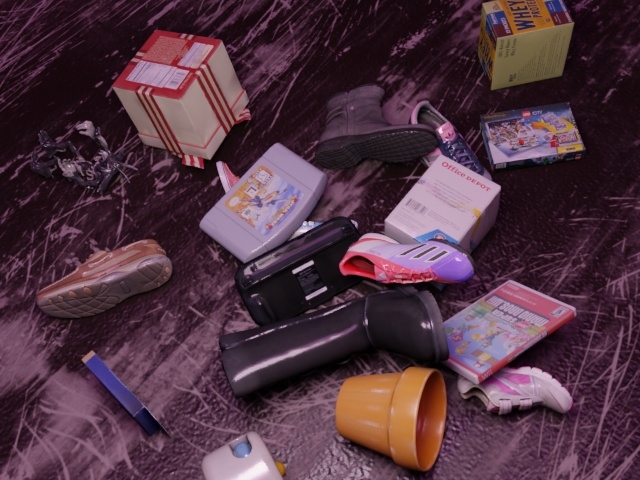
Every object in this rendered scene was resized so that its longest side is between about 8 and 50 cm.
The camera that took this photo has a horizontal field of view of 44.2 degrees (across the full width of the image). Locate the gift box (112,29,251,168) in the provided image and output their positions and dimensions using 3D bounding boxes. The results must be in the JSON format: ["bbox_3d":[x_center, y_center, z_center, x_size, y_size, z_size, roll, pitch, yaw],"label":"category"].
[{"bbox_3d":[-0.343,-0.358,2.052,0.276,0.258,0.255,20,63,26],"label":"gift box"}]

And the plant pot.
[{"bbox_3d":[0.140,0.356,1.624,0.187,0.205,0.205,3,59,26],"label":"plant pot"}]

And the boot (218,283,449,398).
[{"bbox_3d":[0.013,0.219,1.639,0.445,0.367,0.146,-14,94,-6],"label":"boot"}]

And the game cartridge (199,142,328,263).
[{"bbox_3d":[-0.130,-0.087,1.917,0.198,0.062,0.297,34,76,32],"label":"game cartridge"}]

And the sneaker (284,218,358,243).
[{"bbox_3d":[0.000,0.000,1.915,0.190,0.071,0.083,-6,65,3],"label":"sneaker"}]

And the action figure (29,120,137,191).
[{"bbox_3d":[-0.629,-0.216,2.073,0.275,0.141,0.164,8,59,15],"label":"action figure"}]

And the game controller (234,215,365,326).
[{"bbox_3d":[-0.037,0.075,1.849,0.319,0.067,0.166,-27,102,-9],"label":"game controller"}]

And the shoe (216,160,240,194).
[{"bbox_3d":[-0.207,-0.137,2.024,0.081,0.063,0.178,-20,65,-7],"label":"shoe"}]

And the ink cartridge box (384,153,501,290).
[{"bbox_3d":[0.286,-0.043,1.848,0.171,0.168,0.233,34,68,22],"label":"ink cartridge box"}]

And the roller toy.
[{"bbox_3d":[-0.135,0.489,1.565,0.146,0.191,0.209,-27,60,-11],"label":"roller toy"}]

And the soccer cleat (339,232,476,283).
[{"bbox_3d":[0.185,0.056,1.712,0.318,0.109,0.116,9,36,41],"label":"soccer cleat"}]

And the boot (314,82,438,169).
[{"bbox_3d":[0.144,-0.313,2.011,0.338,0.118,0.223,-2,58,26],"label":"boot"}]

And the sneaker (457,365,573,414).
[{"bbox_3d":[0.401,0.323,1.665,0.252,0.103,0.111,16,63,24],"label":"sneaker"}]

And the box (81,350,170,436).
[{"bbox_3d":[-0.422,0.345,1.715,0.225,0.136,0.036,37,69,24],"label":"box"}]

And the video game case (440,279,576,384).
[{"bbox_3d":[0.377,0.190,1.702,0.285,0.025,0.204,-30,28,-20],"label":"video game case"}]

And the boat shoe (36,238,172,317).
[{"bbox_3d":[-0.522,0.089,1.900,0.324,0.123,0.116,-18,52,-12],"label":"boat shoe"}]

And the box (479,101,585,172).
[{"bbox_3d":[0.541,-0.266,2.024,0.233,0.044,0.159,-8,59,2],"label":"box"}]

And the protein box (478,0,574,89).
[{"bbox_3d":[0.538,-0.532,2.092,0.201,0.200,0.136,-12,58,0],"label":"protein box"}]

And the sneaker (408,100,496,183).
[{"bbox_3d":[0.324,-0.220,1.970,0.112,0.131,0.319,-33,62,-15],"label":"sneaker"}]
